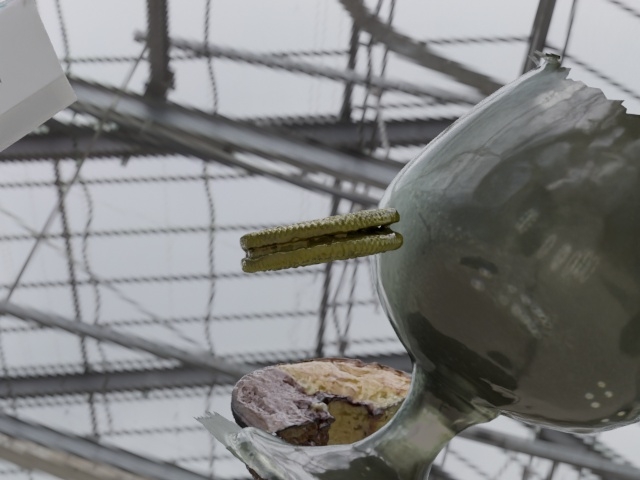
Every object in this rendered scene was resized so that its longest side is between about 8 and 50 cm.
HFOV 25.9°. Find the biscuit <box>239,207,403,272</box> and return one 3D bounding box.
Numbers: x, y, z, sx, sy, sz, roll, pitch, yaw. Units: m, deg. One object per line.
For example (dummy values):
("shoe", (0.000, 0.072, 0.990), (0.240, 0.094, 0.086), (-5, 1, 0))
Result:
("biscuit", (0.000, 0.000, 0.704), (0.084, 0.023, 0.084), (-9, 0, 0))

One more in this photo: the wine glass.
("wine glass", (0.108, 0.057, 0.903), (0.238, 0.323, 0.238), (38, -3, 3))

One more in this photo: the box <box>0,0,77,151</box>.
("box", (-0.392, -0.112, 1.257), (0.274, 0.203, 0.116), (-7, -66, 38))

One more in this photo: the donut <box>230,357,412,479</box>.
("donut", (-0.001, 0.183, 1.387), (0.141, 0.217, 0.085), (29, -59, 50))
